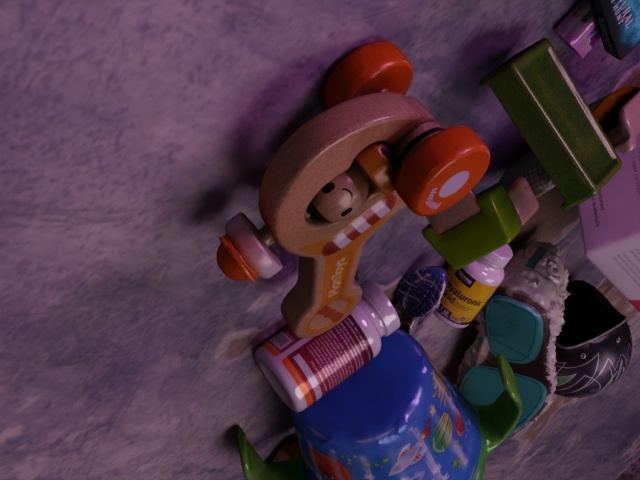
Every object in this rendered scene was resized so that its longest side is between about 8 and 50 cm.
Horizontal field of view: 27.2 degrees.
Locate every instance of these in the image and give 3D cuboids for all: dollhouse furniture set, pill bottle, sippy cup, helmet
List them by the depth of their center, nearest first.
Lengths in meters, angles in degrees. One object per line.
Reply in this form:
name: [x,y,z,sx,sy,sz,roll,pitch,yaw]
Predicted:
dollhouse furniture set: [0.225,-0.121,1.410,0.197,0.151,0.301,-31,-176,38]
pill bottle: [0.010,0.113,1.456,0.152,0.086,0.086,-35,155,-14]
sippy cup: [0.067,0.214,1.567,0.305,0.240,0.224,-45,147,-15]
pill bottle: [0.187,0.047,1.635,0.065,0.065,0.116,-9,139,-50]
helmet: [0.385,0.157,1.990,0.169,0.161,0.169,-33,154,-18]

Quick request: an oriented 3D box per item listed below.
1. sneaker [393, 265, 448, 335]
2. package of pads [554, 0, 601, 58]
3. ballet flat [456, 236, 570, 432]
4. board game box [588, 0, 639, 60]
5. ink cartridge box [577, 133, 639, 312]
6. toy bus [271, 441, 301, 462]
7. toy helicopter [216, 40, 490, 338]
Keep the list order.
sneaker: [0.121,0.070,1.607,0.058,0.052,0.135,-33,163,-43]
package of pads: [0.283,-0.231,1.358,0.083,0.032,0.050,-47,152,11]
ballet flat: [0.284,0.136,1.863,0.147,0.147,0.409,-32,154,-21]
board game box: [0.310,-0.274,1.283,0.126,0.026,0.186,-44,144,-3]
ink cartridge box: [0.540,-0.048,1.604,0.384,0.160,0.279,-20,142,27]
toy bus: [0.080,0.286,1.818,0.332,0.108,0.130,-4,136,-53]
toy helicopter: [0.000,0.000,1.203,0.235,0.140,0.355,-29,155,-21]
